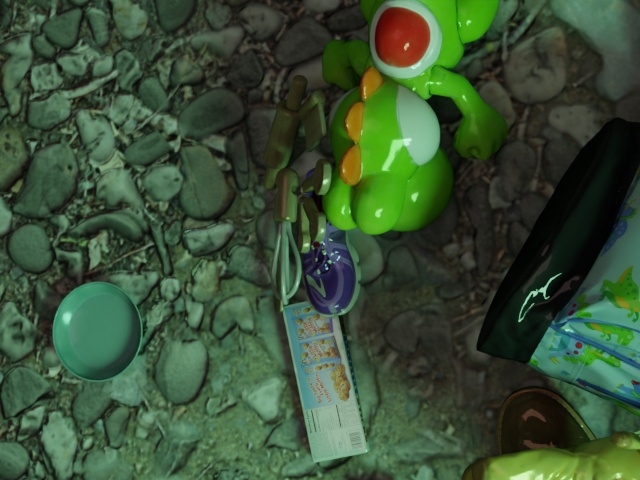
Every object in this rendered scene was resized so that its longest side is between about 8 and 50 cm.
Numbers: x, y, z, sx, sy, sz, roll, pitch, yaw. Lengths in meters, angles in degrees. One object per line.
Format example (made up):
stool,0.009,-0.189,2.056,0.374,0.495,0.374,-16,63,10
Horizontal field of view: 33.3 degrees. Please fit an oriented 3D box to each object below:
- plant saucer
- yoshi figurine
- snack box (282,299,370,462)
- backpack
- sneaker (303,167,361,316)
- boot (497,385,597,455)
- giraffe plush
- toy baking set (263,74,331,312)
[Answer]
plant saucer,-0.264,0.109,1.283,0.119,0.021,0.119,-1,86,15
yoshi figurine,0.101,-0.162,1.148,0.203,0.203,0.362,25,76,-23
snack box,0.006,0.154,1.201,0.064,0.022,0.178,-14,82,14
backpack,0.377,0.056,0.992,0.355,0.273,0.290,35,66,3
sneaker,0.000,0.000,1.181,0.068,0.071,0.170,-10,76,18
boot,0.252,0.295,1.072,0.112,0.115,0.305,-20,79,16
giraffe plush,0.242,0.267,0.954,0.210,0.181,0.171,-18,73,25
toy baking set,-0.036,-0.045,1.147,0.030,0.256,0.197,4,52,-16
